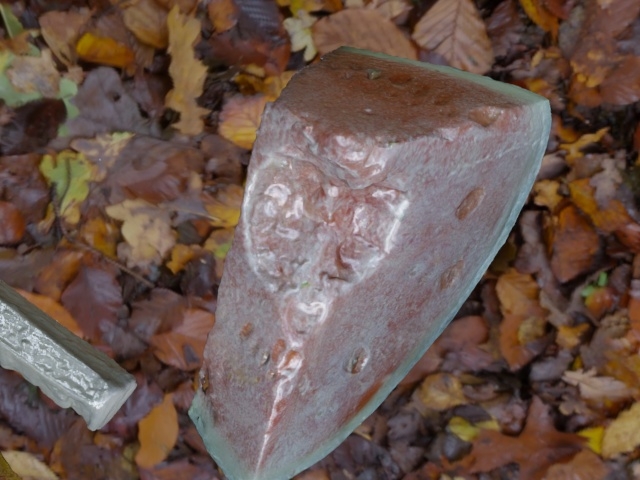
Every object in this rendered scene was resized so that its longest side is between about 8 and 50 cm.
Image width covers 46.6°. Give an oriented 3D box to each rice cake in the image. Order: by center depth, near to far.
[{"bbox_3d":[-0.264,0.060,0.586,0.256,0.052,0.057,36,110,1],"label":"rice cake"}]

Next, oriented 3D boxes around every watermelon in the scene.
[{"bbox_3d":[0.000,0.000,0.480,0.148,0.226,0.318,36,87,26],"label":"watermelon"}]

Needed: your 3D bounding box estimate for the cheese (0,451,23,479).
[{"bbox_3d":[-0.321,0.162,0.645,0.069,0.177,0.270,-37,84,-4],"label":"cheese"}]
